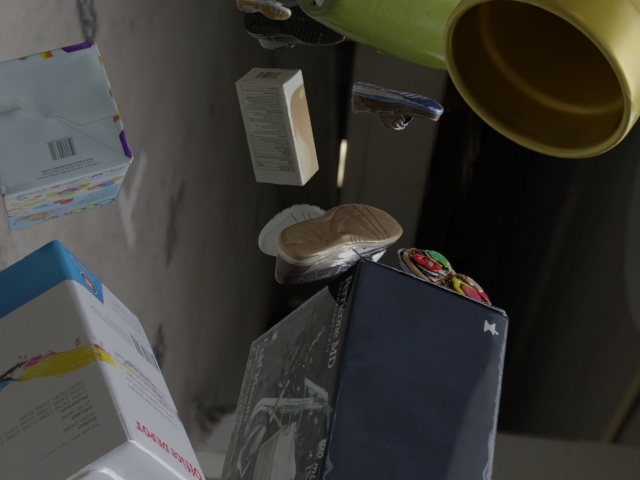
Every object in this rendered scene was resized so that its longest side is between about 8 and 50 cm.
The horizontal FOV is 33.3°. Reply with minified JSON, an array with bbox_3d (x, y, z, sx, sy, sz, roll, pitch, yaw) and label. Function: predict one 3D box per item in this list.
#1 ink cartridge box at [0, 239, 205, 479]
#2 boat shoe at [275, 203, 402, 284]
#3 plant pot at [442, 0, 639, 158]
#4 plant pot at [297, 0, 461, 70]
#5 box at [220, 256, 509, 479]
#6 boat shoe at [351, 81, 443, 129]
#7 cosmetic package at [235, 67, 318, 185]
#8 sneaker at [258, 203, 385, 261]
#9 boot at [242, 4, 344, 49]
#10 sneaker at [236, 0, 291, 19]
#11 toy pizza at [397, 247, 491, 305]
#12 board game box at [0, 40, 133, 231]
[{"bbox_3d":[-0.274,0.187,1.126,0.270,0.197,0.198,59,1,36],"label":"ink cartridge box"},{"bbox_3d":[0.026,0.010,1.835,0.285,0.103,0.092,-18,143,-47],"label":"boat shoe"},{"bbox_3d":[0.316,-0.272,1.322,0.239,0.254,0.254,-53,164,-26],"label":"plant pot"},{"bbox_3d":[0.112,-0.425,1.776,0.275,0.293,0.275,7,-81,52],"label":"plant pot"},{"bbox_3d":[0.047,0.357,1.772,0.472,0.297,0.480,-39,-146,55],"label":"box"},{"bbox_3d":[0.140,-0.240,1.967,0.066,0.183,0.066,-15,120,-54],"label":"boat shoe"},{"bbox_3d":[-0.043,-0.117,1.103,0.041,0.060,0.115,-49,138,-47],"label":"cosmetic package"},{"bbox_3d":[0.000,0.000,2.147,0.129,0.297,0.111,-58,136,-48],"label":"sneaker"},{"bbox_3d":[-0.040,-0.407,2.094,0.137,0.198,0.077,41,62,-78],"label":"boot"},{"bbox_3d":[-0.081,-0.354,1.586,0.032,0.083,0.037,102,5,-59],"label":"sneaker"},{"bbox_3d":[0.224,0.067,1.875,0.032,0.201,0.201,-57,-174,16],"label":"toy pizza"},{"bbox_3d":[-0.318,-0.113,1.253,0.275,0.144,0.142,153,-81,-73],"label":"board game box"}]
